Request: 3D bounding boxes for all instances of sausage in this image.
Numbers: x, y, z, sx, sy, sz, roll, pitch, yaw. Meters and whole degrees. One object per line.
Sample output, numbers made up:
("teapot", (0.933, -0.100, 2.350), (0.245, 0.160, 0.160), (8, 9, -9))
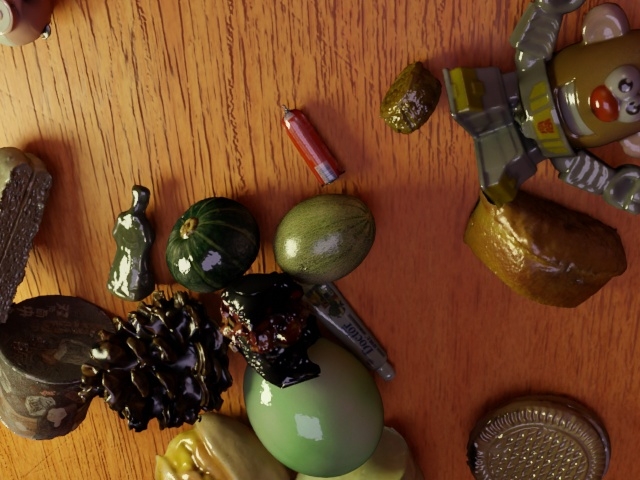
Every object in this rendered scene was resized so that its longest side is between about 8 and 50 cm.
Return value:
("sausage", (-0.019, -0.154, 1.103), (0.048, 0.050, 0.145), (-37, 104, -3))

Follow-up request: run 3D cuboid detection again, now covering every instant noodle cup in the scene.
("instant noodle cup", (-0.508, 0.245, 1.311), (0.217, 0.217, 0.207), (24, 124, -1))

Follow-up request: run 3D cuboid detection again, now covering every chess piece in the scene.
("chess piece", (0.149, 0.591, 1.344), (0.234, 0.234, 0.442), (-20, 113, 20))

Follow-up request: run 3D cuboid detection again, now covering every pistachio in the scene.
("pistachio", (-0.174, 0.482, 1.357), (0.309, 0.230, 0.230), (42, 116, -5))

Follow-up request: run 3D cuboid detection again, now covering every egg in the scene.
("egg", (-0.014, 0.284, 1.214), (0.270, 0.220, 0.220), (45, 116, -5))

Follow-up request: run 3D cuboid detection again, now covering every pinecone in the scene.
("pinecone", (-0.271, 0.220, 1.205), (0.243, 0.257, 0.243), (29, 146, 21))

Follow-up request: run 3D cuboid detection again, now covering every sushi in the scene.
("sushi", (-0.085, 0.125, 1.113), (0.153, 0.172, 0.150), (-18, 122, -5))

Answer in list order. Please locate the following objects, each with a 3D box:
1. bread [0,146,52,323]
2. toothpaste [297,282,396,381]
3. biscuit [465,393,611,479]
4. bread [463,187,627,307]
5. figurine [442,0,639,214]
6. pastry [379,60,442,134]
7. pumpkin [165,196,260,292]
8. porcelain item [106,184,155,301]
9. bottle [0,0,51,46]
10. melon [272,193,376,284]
("bread", (-0.594, -0.007, 1.211), (0.183, 0.102, 0.337), (21, 91, 28))
("toothpaste", (0.050, 0.157, 1.241), (0.067, 0.037, 0.255), (-41, 103, -6))
("biscuit", (0.394, 0.386, 1.262), (0.259, 0.079, 0.259), (5, 117, 9))
("bread", (0.346, 0.021, 1.062), (0.260, 0.134, 0.129), (23, 119, 0))
("figurine", (0.336, -0.186, 0.939), (0.285, 0.167, 0.342), (-15, 133, 26))
("pastry", (0.131, -0.207, 1.014), (0.057, 0.109, 0.097), (31, 149, -15))
("pumpkin", (-0.176, 0.005, 1.145), (0.125, 0.167, 0.167), (27, 121, -32))
("porcelain item", (-0.329, -0.001, 1.224), (0.081, 0.069, 0.216), (23, 120, 18))
("bottle", (-0.519, -0.352, 1.048), (0.236, 0.147, 0.147), (3, 116, 7))
("melon", (0.000, 0.000, 1.120), (0.192, 0.139, 0.139), (-26, 108, 27))
